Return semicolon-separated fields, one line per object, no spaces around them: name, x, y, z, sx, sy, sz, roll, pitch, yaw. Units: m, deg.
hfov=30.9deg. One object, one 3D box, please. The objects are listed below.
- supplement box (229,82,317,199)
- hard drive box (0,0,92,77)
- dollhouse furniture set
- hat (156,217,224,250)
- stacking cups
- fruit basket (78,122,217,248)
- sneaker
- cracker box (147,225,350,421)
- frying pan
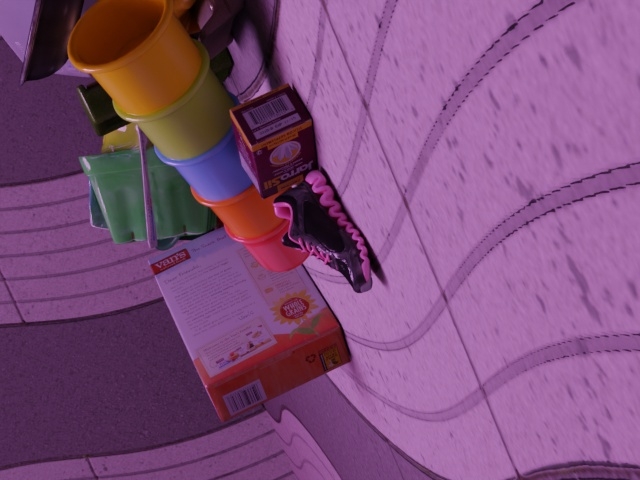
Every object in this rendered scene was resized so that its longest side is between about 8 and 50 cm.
supplement box;-0.037;-0.079;0.937;0.043;0.055;0.083;59;170;26
hard drive box;-0.318;-0.324;1.338;0.232;0.089;0.181;63;-143;-68
dollhouse furniture set;-0.184;-0.235;1.076;0.301;0.151;0.197;158;88;-81
hat;-0.168;-0.040;1.918;0.173;0.184;0.208;37;109;59
stacking cups;-0.094;-0.074;1.003;0.316;0.096;0.096;56;180;-44
fruit basket;-0.217;-0.171;1.397;0.327;0.166;0.353;-106;3;-86
sneaker;0.000;0.000;0.927;0.119;0.057;0.047;58;167;33
cracker box;-0.085;0.077;1.304;0.232;0.156;0.067;-123;12;-47
frying pan;-0.247;-0.224;1.061;0.326;0.053;0.197;168;112;-73
